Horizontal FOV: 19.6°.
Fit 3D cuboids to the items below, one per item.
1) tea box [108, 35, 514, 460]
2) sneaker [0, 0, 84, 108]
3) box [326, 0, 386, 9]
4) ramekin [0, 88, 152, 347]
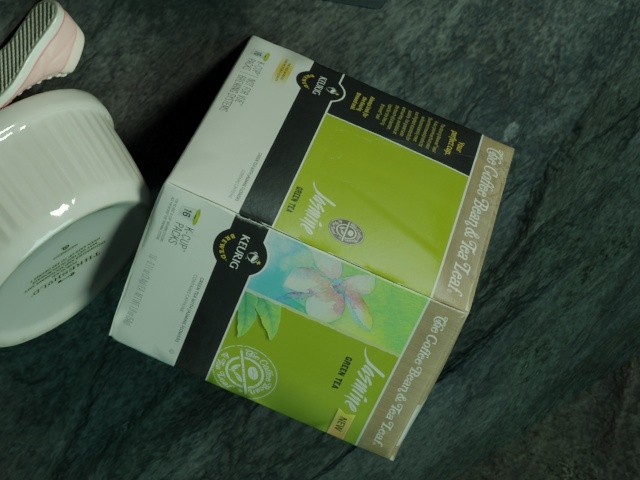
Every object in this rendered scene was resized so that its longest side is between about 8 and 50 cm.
[{"bbox_3d":[0.000,0.000,1.937,0.329,0.323,0.220,-66,179,-55],"label":"tea box"},{"bbox_3d":[-0.276,-0.161,1.764,0.134,0.051,0.070,-50,147,1],"label":"sneaker"},{"bbox_3d":[0.028,-0.422,1.602,0.293,0.212,0.395,-2,139,-54],"label":"box"},{"bbox_3d":[-0.286,-0.011,1.823,0.273,0.127,0.273,-38,162,-14],"label":"ramekin"}]
